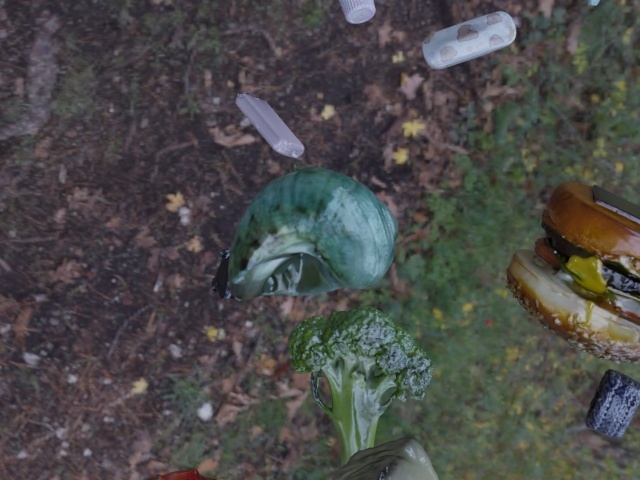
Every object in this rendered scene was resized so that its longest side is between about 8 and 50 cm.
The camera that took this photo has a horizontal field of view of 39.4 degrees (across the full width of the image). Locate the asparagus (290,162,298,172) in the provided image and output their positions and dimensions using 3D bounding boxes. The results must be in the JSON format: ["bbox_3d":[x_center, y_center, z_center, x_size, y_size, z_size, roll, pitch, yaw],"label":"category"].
[{"bbox_3d":[-0.033,-0.079,1.505,0.015,0.014,0.114,-5,67,-19],"label":"asparagus"}]

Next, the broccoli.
[{"bbox_3d":[0.093,0.265,1.795,0.254,0.186,0.302,-25,104,2],"label":"broccoli"}]

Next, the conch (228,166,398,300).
[{"bbox_3d":[-0.003,-0.002,0.987,0.122,0.188,0.175,-91,-170,-51],"label":"conch"}]

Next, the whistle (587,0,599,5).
[{"bbox_3d":[0.378,-0.366,1.214,0.035,0.035,0.100,-37,142,-34],"label":"whistle"}]

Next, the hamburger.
[{"bbox_3d":[0.428,0.054,1.341,0.291,0.291,0.225,8,112,-46],"label":"hamburger"}]

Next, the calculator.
[{"bbox_3d":[-0.096,-0.221,1.725,0.032,0.175,0.100,-45,160,17],"label":"calculator"}]

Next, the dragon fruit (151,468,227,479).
[{"bbox_3d":[-0.202,0.419,1.468,0.111,0.153,0.153,-38,126,-3],"label":"dragon fruit"}]

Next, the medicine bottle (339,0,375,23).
[{"bbox_3d":[0.060,-0.559,1.895,0.083,0.083,0.203,6,64,-46],"label":"medicine bottle"}]

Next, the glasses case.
[{"bbox_3d":[0.256,-0.346,1.548,0.041,0.164,0.063,33,40,-85],"label":"glasses case"}]

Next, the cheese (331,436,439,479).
[{"bbox_3d":[0.085,0.402,1.098,0.318,0.115,0.326,46,33,-48],"label":"cheese"}]

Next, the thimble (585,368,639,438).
[{"bbox_3d":[0.486,0.270,1.487,0.095,0.066,0.104,-34,146,-67],"label":"thimble"}]

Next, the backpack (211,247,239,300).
[{"bbox_3d":[-0.159,0.081,2.067,0.165,0.106,0.120,-1,125,-32],"label":"backpack"}]
